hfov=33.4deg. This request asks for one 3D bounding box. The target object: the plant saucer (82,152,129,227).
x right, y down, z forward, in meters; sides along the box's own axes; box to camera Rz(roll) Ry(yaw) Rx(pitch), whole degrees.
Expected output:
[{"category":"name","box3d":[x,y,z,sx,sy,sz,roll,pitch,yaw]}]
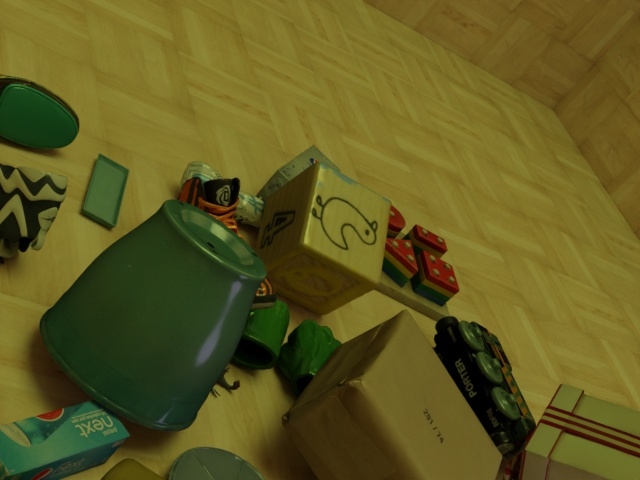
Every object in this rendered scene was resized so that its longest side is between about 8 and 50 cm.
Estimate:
[{"category":"plant saucer","box3d":[-0.389,-0.090,1.927,0.067,0.018,0.192,31,30,-21]}]

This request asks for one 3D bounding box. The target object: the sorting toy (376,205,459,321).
[{"category":"sorting toy","box3d":[0.191,0.029,2.432,0.255,0.089,0.257,28,30,-25]}]

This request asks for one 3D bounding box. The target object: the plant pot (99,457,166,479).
[{"category":"plant pot","box3d":[-0.225,0.385,1.253,0.212,0.212,0.187,36,15,-12]}]

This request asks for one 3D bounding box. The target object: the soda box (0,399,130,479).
[{"category":"soda box","box3d":[-0.354,0.269,1.386,0.071,0.067,0.210,51,28,19]}]

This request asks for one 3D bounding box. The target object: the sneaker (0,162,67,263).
[{"category":"sneaker","box3d":[-0.504,-0.046,1.639,0.235,0.153,0.094,11,-2,18]}]

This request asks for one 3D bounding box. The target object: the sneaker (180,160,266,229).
[{"category":"sneaker","box3d":[-0.182,-0.070,2.120,0.237,0.085,0.086,32,65,-32]}]

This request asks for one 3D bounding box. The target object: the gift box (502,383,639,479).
[{"category":"gift box","box3d":[0.476,0.455,1.950,0.258,0.276,0.255,17,28,23]}]

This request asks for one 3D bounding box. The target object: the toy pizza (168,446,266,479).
[{"category":"toy pizza","box3d":[-0.138,0.386,1.535,0.201,0.032,0.201,32,29,-20]}]

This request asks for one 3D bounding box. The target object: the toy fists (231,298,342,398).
[{"category":"toy fists","box3d":[-0.063,0.184,1.870,0.279,0.096,0.142,33,38,-20]}]

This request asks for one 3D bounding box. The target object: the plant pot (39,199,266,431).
[{"category":"plant pot","box3d":[-0.221,0.091,1.549,0.272,0.255,0.271,36,11,-8]}]

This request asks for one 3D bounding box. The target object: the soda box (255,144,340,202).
[{"category":"soda box","box3d":[-0.048,-0.119,2.305,0.091,0.098,0.286,42,21,1]}]

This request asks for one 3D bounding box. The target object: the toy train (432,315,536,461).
[{"category":"toy train","box3d":[0.337,0.303,2.179,0.190,0.142,0.334,29,28,-42]}]

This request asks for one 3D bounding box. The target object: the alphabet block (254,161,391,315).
[{"category":"alphabet block","box3d":[0.000,0.000,2.050,0.192,0.193,0.197,26,54,-24]}]

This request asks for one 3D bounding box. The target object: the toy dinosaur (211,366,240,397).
[{"category":"toy dinosaur","box3d":[-0.168,0.213,1.747,0.082,0.047,0.090,46,10,-35]}]

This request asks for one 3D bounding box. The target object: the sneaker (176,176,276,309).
[{"category":"sneaker","box3d":[-0.172,-0.010,1.799,0.125,0.180,0.321,1,20,-40]}]

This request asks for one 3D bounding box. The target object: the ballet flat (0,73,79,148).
[{"category":"ballet flat","box3d":[-0.576,-0.246,1.821,0.349,0.123,0.123,12,39,-45]}]

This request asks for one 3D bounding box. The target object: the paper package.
[{"category":"paper package","box3d":[0.127,0.323,1.737,0.324,0.168,0.309,57,27,-6]}]
